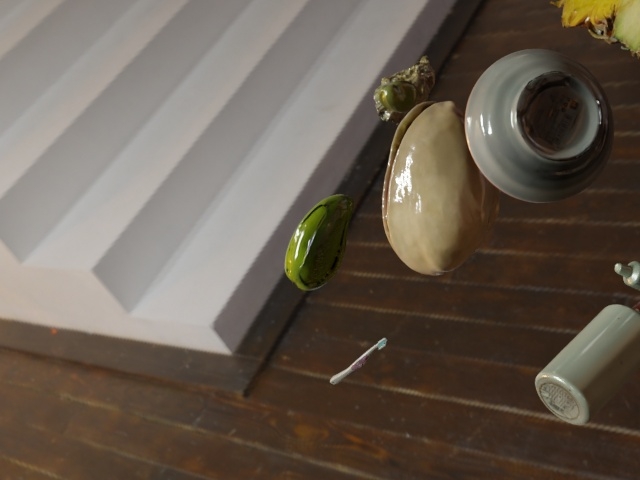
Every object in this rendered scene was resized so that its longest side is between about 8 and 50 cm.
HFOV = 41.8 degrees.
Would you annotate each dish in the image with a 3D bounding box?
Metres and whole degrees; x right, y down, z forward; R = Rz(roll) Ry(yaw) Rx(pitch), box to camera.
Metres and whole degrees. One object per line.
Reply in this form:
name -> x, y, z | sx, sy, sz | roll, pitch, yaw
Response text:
dish -> 0.371, -0.193, 1.355 | 0.260, 0.260, 0.085 | -36, 2, -9

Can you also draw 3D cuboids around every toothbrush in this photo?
toothbrush -> 0.076, 0.242, 1.668 | 0.204, 0.017, 0.022 | -45, 20, 45

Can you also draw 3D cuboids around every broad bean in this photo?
broad bean -> 0.151, -0.278, 1.616 | 0.083, 0.063, 0.045 | -6, 15, -30

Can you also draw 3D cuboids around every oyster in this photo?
oyster -> 0.225, -0.385, 2.155 | 0.209, 0.133, 0.072 | -28, -8, -25

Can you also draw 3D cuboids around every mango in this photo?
mango -> 0.000, 0.000, 1.313 | 0.074, 0.091, 0.165 | 35, 102, 49

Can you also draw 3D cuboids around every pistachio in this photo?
pistachio -> 0.213, -0.094, 1.528 | 0.214, 0.318, 0.193 | -8, 7, -15

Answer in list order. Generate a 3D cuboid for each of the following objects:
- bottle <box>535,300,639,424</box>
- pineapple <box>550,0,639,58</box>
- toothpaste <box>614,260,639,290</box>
bottle -> 0.454, 0.179, 1.331 | 0.245, 0.104, 0.104 | -38, 36, -24
pineapple -> 0.337, -0.209, 0.736 | 0.250, 0.140, 0.164 | -40, 32, 47
toothpaste -> 0.554, 0.076, 1.317 | 0.041, 0.218, 0.064 | -159, 88, -73
